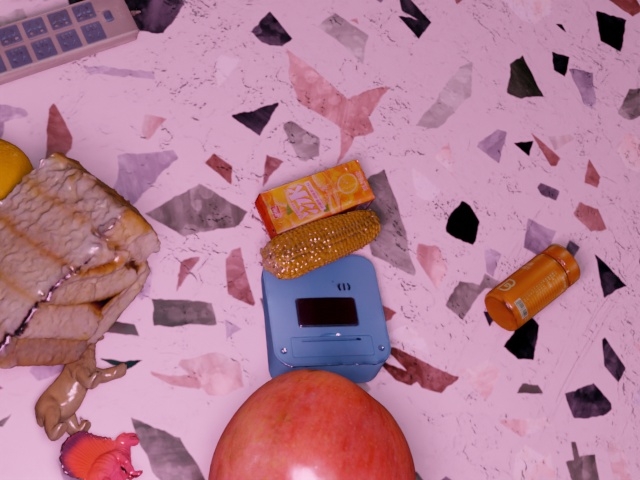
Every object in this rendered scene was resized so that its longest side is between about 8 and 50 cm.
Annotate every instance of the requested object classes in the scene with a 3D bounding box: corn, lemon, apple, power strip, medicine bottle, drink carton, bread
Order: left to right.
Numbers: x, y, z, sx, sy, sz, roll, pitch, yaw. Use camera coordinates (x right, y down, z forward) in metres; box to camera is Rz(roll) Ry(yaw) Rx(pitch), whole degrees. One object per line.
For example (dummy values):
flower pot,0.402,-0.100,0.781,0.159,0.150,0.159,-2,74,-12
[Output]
lemon,-0.609,-0.094,1.888,0.187,0.187,0.244,12,38,-10
bread,-0.468,0.077,1.818,0.239,0.264,0.395,33,79,26
power strip,-0.530,-0.405,2.082,0.367,0.043,0.106,-23,80,-20
apple,-0.011,0.403,1.789,0.364,0.364,0.364,4,71,-13
drink carton,-0.012,-0.080,2.092,0.223,0.071,0.096,-21,79,-19
corn,0.003,0.003,2.033,0.260,0.091,0.091,-23,62,-29
medicine bottle,0.434,0.096,2.133,0.192,0.096,0.096,-35,83,-21

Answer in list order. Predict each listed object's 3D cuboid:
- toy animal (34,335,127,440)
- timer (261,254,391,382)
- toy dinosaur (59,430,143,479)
toy animal,-0.439,0.257,1.873,0.101,0.103,0.219,24,71,20
timer,0.004,0.150,2.034,0.232,0.091,0.250,0,60,-13
toy dinosaur,-0.398,0.402,1.775,0.139,0.070,0.286,43,32,-3
